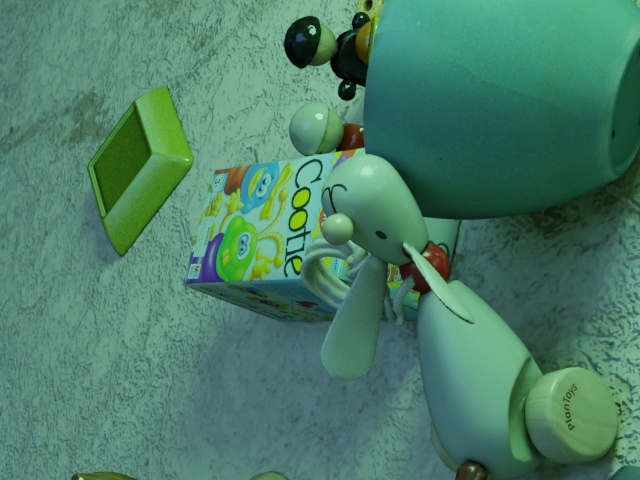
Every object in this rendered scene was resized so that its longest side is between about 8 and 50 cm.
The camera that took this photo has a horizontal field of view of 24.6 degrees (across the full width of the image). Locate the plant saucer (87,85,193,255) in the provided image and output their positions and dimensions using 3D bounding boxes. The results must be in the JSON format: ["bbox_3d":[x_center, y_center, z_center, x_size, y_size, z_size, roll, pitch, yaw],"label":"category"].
[{"bbox_3d":[-0.266,-0.106,2.069,0.188,0.045,0.188,-50,39,23],"label":"plant saucer"}]

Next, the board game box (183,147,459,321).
[{"bbox_3d":[0.000,0.000,1.575,0.275,0.144,0.142,-4,68,51],"label":"board game box"}]

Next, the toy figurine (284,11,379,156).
[{"bbox_3d":[0.058,-0.195,1.552,0.209,0.148,0.213,126,152,-45],"label":"toy figurine"}]

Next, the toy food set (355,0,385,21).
[{"bbox_3d":[0.071,-0.263,1.730,0.082,0.020,0.083,-18,57,47],"label":"toy food set"}]

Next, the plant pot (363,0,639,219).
[{"bbox_3d":[0.191,-0.142,1.326,0.195,0.290,0.290,16,84,25],"label":"plant pot"}]

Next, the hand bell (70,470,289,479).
[{"bbox_3d":[-0.155,0.277,1.542,0.126,0.242,0.126,-30,49,42],"label":"hand bell"}]

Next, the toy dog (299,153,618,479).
[{"bbox_3d":[0.092,0.103,1.264,0.161,0.333,0.220,-45,-7,-40],"label":"toy dog"}]

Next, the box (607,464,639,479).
[{"bbox_3d":[0.277,0.228,1.022,0.232,0.183,0.059,0,109,40],"label":"box"}]
